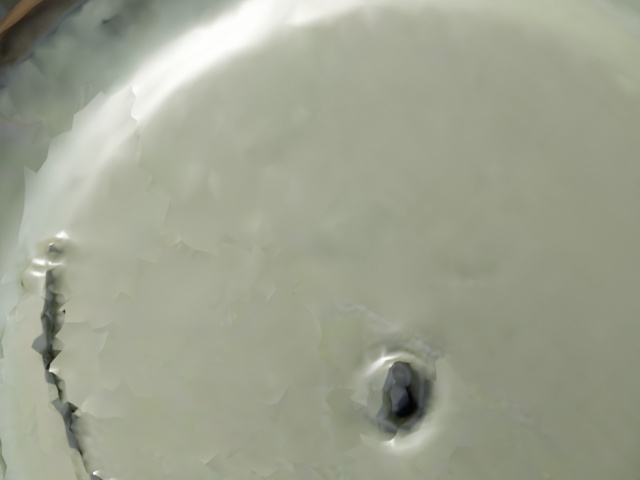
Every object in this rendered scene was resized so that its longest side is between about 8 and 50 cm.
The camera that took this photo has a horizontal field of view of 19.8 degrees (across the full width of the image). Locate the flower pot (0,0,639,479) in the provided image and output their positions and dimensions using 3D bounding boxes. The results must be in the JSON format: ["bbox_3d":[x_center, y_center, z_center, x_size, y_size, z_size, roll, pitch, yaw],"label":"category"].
[{"bbox_3d":[0.000,0.000,0.476,0.307,0.244,0.308,-3,107,-10],"label":"flower pot"}]
